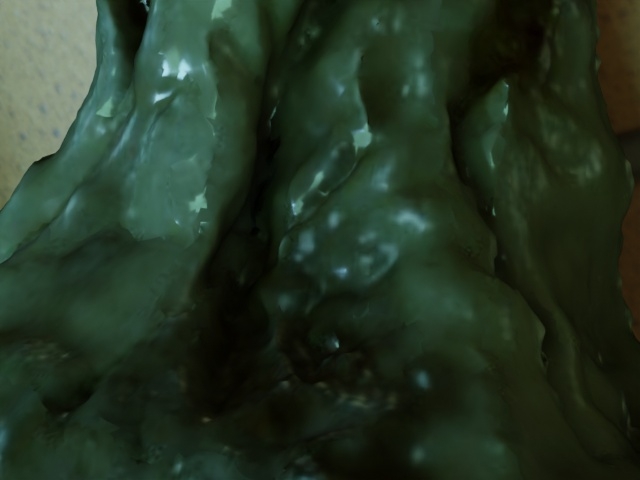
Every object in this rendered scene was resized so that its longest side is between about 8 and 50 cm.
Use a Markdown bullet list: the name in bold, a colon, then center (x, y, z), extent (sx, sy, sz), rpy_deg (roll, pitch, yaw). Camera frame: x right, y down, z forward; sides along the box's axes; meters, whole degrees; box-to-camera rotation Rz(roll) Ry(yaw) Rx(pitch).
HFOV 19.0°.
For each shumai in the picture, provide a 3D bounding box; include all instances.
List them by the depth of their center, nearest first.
- **shumai**: center (0.000, 0.000, 0.847), extent (0.397, 0.324, 0.323), rpy_deg (8, 92, 34)
